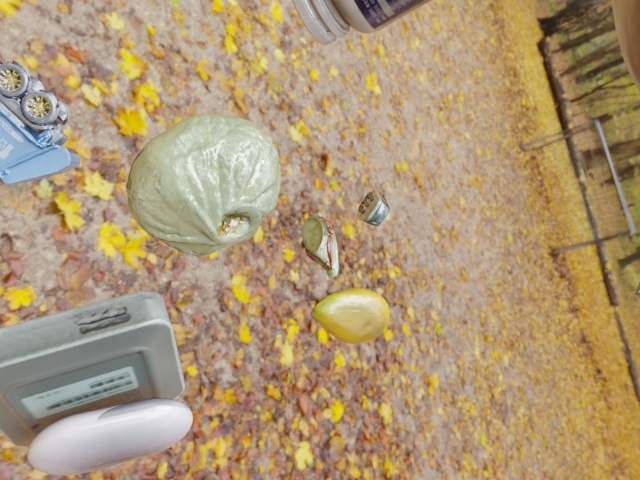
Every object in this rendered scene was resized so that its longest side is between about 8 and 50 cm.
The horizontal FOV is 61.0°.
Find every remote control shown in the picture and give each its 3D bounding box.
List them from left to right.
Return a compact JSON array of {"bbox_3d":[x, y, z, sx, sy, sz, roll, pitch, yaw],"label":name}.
[{"bbox_3d":[-0.440,0.419,1.162,0.331,0.221,0.104,-5,55,-23],"label":"remote control"},{"bbox_3d":[0.110,-0.071,1.156,0.042,0.072,0.222,34,9,-6],"label":"remote control"}]

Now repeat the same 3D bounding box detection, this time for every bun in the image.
[{"bbox_3d":[-0.128,-0.053,0.650,0.118,0.195,0.195,54,25,21],"label":"bun"}]

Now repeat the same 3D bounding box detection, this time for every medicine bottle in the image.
[{"bbox_3d":[0.067,-0.270,0.518,0.107,0.191,0.107,45,33,-40],"label":"medicine bottle"}]

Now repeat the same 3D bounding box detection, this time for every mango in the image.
[{"bbox_3d":[0.056,0.126,0.912,0.187,0.101,0.066,22,19,-48],"label":"mango"}]

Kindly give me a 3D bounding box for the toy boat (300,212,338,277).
[{"bbox_3d":[-0.001,-0.001,1.255,0.071,0.089,0.185,39,30,-48],"label":"toy boat"}]

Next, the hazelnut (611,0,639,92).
[{"bbox_3d":[0.397,-0.196,0.394,0.315,0.371,0.373,107,-9,-56],"label":"hazelnut"}]

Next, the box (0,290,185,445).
[{"bbox_3d":[-0.510,0.292,1.184,0.397,0.395,0.111,98,-28,-51],"label":"box"}]

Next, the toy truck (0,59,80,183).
[{"bbox_3d":[-0.595,-0.259,0.971,0.367,0.175,0.146,47,-8,-15],"label":"toy truck"}]

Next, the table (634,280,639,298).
[{"bbox_3d":[0.569,0.071,0.867,0.062,0.083,0.079,23,90,-38],"label":"table"}]
